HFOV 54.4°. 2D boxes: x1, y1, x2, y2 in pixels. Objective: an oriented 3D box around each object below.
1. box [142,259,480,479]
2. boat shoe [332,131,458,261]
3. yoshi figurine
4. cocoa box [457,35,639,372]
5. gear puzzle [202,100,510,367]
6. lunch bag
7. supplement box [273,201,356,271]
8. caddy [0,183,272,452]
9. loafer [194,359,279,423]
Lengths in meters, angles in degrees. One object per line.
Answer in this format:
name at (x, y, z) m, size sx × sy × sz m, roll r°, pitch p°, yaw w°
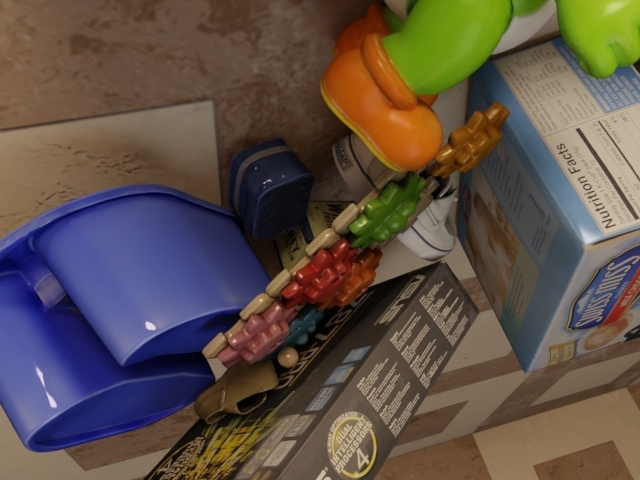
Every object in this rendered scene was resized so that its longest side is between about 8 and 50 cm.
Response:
box at (-0.025, 0.204, 0.741) m, size 0.318 × 0.097 × 0.395 m, roll -24°, pitch -165°, yaw 49°
boat shoe at (0.113, -0.050, 0.699) m, size 0.084 × 0.095 × 0.258 m, roll -28°, pitch 150°, yaw 22°
yoshi figurine at (0.176, -0.199, 0.422) m, size 0.362 × 0.203 × 0.203 m, roll -44°, pitch 158°, yaw 31°
cocoa box at (0.304, -0.035, 0.696) m, size 0.228 × 0.231 × 0.347 m, roll -19°, pitch 150°, yaw -2°
gear puzzle at (0.052, 0.006, 0.580) m, size 0.339 × 0.044 × 0.175 m, roll -44°, pitch 162°, yaw 9°
lunch bag at (-0.054, -0.052, 0.631) m, size 0.067 × 0.065 × 0.098 m, roll -23°, pitch 153°, yaw -27°
supplement box at (0.000, 0.000, 0.752) m, size 0.083 × 0.056 × 0.083 m, roll -1°, pitch 145°, yaw -29°
caddy at (-0.185, 0.063, 0.622) m, size 0.241 × 0.179 × 0.341 m, roll -38°, pitch 163°, yaw 9°
loafer at (-0.095, 0.173, 0.696) m, size 0.056 × 0.050 × 0.148 m, roll -19°, pitch 157°, yaw -43°
